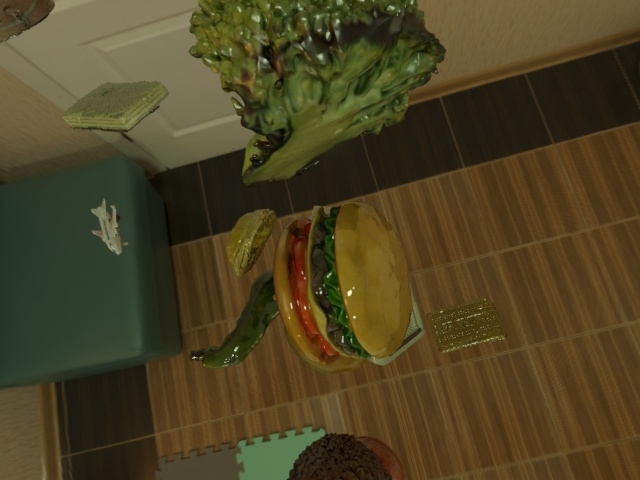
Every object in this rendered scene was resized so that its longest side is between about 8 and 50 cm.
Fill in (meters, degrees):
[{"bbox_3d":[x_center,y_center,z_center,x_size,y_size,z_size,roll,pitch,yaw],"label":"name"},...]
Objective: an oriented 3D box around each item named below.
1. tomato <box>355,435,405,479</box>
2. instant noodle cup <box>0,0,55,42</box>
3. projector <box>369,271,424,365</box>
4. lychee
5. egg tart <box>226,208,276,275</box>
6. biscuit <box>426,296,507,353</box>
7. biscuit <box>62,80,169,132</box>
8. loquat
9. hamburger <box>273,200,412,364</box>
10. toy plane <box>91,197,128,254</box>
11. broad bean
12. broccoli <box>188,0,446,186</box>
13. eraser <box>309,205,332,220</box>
[{"bbox_3d":[0.172,0.844,1.481,0.265,0.265,0.264,-2,77,7],"label":"tomato"},{"bbox_3d":[-0.577,-0.449,0.671,0.218,0.207,0.217,-7,53,9],"label":"instant noodle cup"},{"bbox_3d":[0.088,0.136,0.923,0.163,0.242,0.177,-28,110,-25],"label":"projector"},{"bbox_3d":[0.040,0.553,0.915,0.268,0.267,0.267,-2,77,7],"label":"lychee"},{"bbox_3d":[-0.227,-0.001,1.336,0.098,0.252,0.232,28,41,8],"label":"egg tart"},{"bbox_3d":[0.538,0.312,1.552,0.255,0.029,0.172,-17,52,7],"label":"biscuit"},{"bbox_3d":[-0.386,-0.254,0.783,0.199,0.040,0.121,12,54,32],"label":"biscuit"},{"bbox_3d":[0.041,0.264,1.273,0.284,0.276,0.276,24,79,-31],"label":"loquat"},{"bbox_3d":[0.025,0.041,0.408,0.115,0.162,0.162,-14,75,22],"label":"hamburger"},{"bbox_3d":[-0.641,-0.036,1.273,0.162,0.065,0.171,-34,86,36],"label":"toy plane"},{"bbox_3d":[-0.086,0.096,0.557,0.061,0.046,0.195,34,63,18],"label":"broad bean"},{"bbox_3d":[-0.021,-0.192,0.440,0.242,0.273,0.180,-12,79,-39],"label":"broccoli"},{"bbox_3d":[0.000,0.000,1.723,0.124,0.081,0.278,8,69,22],"label":"eraser"}]
